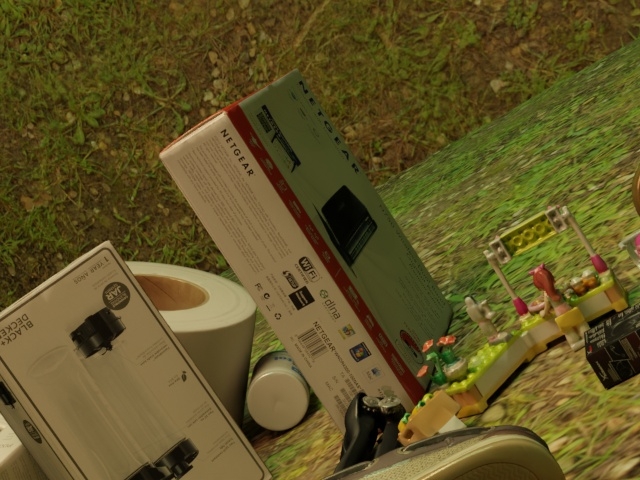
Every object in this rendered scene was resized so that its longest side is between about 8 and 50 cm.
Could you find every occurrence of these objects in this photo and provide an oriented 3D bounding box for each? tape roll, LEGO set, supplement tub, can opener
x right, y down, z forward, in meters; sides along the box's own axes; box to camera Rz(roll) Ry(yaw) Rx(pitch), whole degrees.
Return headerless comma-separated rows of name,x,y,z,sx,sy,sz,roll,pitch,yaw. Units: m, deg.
tape roll,-0.202,0.138,1.518,0.246,0.169,0.246,7,16,-2
LEGO set,0.164,0.062,1.141,0.287,0.107,0.132,-33,7,-4
supplement tub,-0.046,0.169,1.487,0.071,0.071,0.107,-32,8,4
can opener,0.043,0.184,1.112,0.059,0.073,0.186,7,17,5

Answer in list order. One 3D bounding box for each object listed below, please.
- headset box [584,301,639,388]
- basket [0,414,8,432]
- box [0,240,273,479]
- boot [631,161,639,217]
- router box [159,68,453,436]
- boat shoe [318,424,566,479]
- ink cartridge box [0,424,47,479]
headset box,0.247,0.073,1.010,0.083,0.032,0.062,-30,8,15
basket,-0.315,0.265,1.540,0.103,0.167,0.113,-39,-34,-67
box,-0.199,0.168,1.267,0.169,0.290,0.087,-39,8,-32
boot,0.418,-0.086,1.135,0.236,0.089,0.269,-34,8,-7
router box,0.000,0.000,1.351,0.082,0.335,0.301,-31,7,18
boat shoe,0.027,0.200,0.861,0.285,0.103,0.092,-28,3,10
ink cartridge box,-0.291,0.288,1.274,0.056,0.181,0.224,-9,17,26
